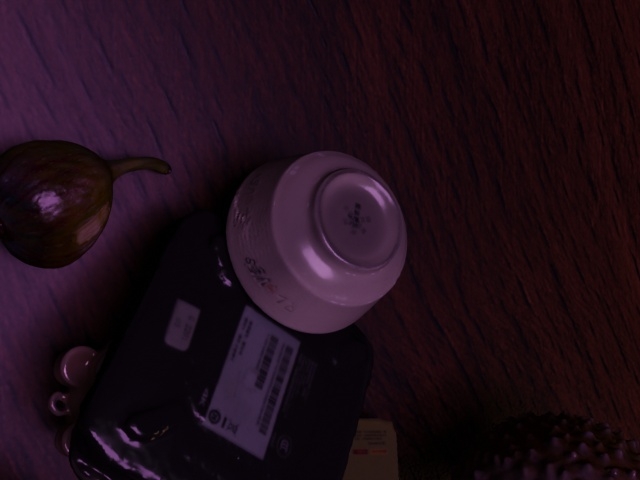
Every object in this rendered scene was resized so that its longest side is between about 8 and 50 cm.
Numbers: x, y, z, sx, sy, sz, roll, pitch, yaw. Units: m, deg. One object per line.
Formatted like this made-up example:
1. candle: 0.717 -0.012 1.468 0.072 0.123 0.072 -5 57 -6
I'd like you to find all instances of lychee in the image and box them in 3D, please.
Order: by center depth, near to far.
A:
1. lychee: 0.347 0.430 1.296 0.380 0.380 0.432 55 26 -22

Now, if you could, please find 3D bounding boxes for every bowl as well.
1. bowl: 0.014 -0.009 1.104 0.237 0.126 0.238 10 70 -31

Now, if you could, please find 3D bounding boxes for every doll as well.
1. doll: -0.203 0.185 1.127 0.278 0.119 0.154 -14 88 -34

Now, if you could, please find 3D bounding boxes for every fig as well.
1. fig: -0.271 -0.064 1.060 0.245 0.149 0.149 -28 108 -37

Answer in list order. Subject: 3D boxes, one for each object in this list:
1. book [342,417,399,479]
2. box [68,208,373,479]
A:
1. book: 0.002 0.424 1.235 0.239 0.035 0.352 5 72 -23
2. box: -0.100 0.183 1.092 0.350 0.091 0.359 39 52 -27
